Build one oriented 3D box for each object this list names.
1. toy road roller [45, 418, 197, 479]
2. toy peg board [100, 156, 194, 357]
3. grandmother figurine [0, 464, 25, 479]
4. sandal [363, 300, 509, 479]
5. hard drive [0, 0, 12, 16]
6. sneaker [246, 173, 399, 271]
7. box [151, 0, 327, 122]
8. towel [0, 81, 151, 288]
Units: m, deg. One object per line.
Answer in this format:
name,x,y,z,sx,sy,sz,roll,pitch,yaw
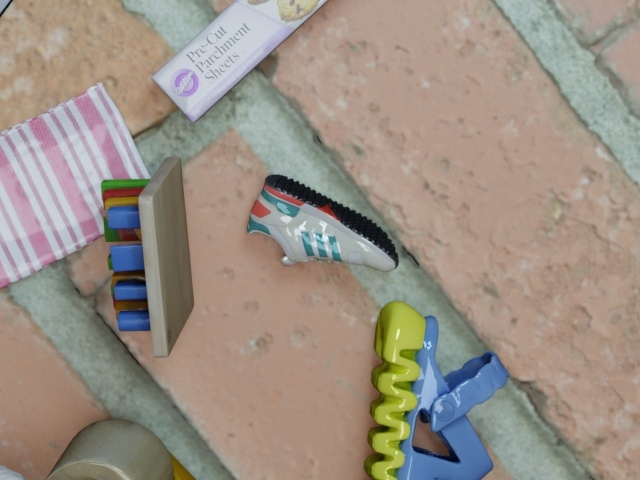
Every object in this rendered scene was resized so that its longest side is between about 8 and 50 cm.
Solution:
toy road roller,-0.191,0.368,1.902,0.240,0.202,0.329,-38,97,13
toy peg board,-0.181,0.015,1.872,0.079,0.160,0.161,-3,106,7
grandmother figurine,-0.437,0.278,1.881,0.342,0.104,0.208,-7,107,18
sandal,0.113,0.225,1.936,0.138,0.126,0.317,6,97,-7
hard drive,-0.352,-0.297,1.910,0.135,0.022,0.094,37,93,-5
sneaker,0.000,0.000,1.946,0.161,0.057,0.075,29,111,-6
box,-0.029,-0.248,1.908,0.324,0.063,0.067,-41,95,2
towel,-0.275,-0.054,1.935,0.197,0.029,0.144,-27,97,0
